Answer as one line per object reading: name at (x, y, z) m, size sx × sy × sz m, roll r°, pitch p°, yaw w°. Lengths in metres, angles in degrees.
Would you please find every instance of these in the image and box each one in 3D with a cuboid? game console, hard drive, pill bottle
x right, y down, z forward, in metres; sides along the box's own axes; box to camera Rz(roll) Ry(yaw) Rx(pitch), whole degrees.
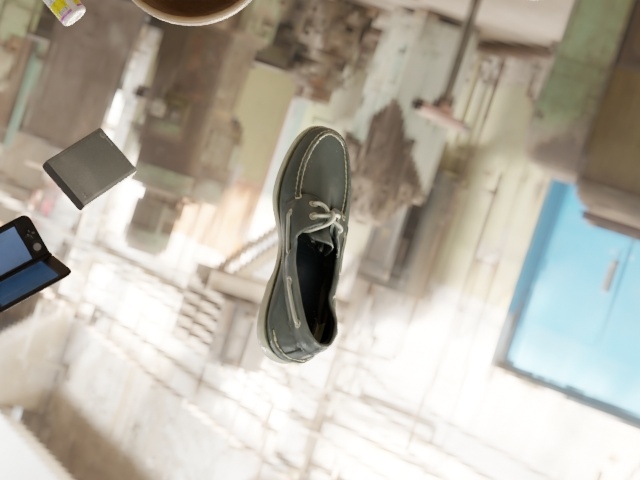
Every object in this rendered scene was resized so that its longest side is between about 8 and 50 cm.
game console at (-0.423, 0.031, 1.808) m, size 0.122 × 0.107 × 0.071 m, roll -30°, pitch -176°, yaw -26°
hard drive at (-0.368, -0.115, 2.111) m, size 0.094 × 0.022 × 0.135 m, roll 49°, pitch -137°, yaw -1°
pill bottle at (-0.401, -0.372, 2.019) m, size 0.083 × 0.043 × 0.043 m, roll 50°, pitch -178°, yaw 0°

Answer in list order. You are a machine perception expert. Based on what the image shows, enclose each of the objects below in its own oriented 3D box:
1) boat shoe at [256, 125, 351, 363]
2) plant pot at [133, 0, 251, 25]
boat shoe at (0.000, 0.000, 1.681) m, size 0.116 × 0.320 × 0.099 m, roll 21°, pitch 161°, yaw -31°
plant pot at (-0.182, -0.420, 1.892) m, size 0.237 × 0.237 × 0.110 m, roll 18°, pitch 179°, yaw 0°
